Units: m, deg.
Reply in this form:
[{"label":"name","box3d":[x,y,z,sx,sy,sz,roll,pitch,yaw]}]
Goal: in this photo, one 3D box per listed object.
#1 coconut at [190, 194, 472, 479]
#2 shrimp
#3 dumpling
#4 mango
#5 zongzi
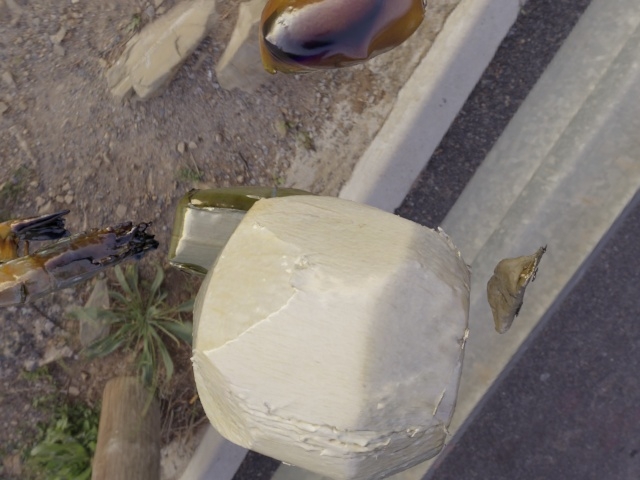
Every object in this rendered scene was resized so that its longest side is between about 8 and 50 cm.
[{"label":"coconut","box3d":[-0.001,0.076,0.461,0.248,0.245,0.244,11,113,14]},{"label":"shrimp","box3d":[-0.395,0.012,0.763,0.289,0.178,0.075,-28,141,-37]},{"label":"dumpling","box3d":[0.412,0.079,1.111,0.166,0.086,0.332,-62,163,-22]},{"label":"mango","box3d":[0.035,-0.352,0.807,0.287,0.201,0.152,-36,156,-12]},{"label":"zongzi","box3d":[0.000,0.000,0.889,0.393,0.356,0.174,1,91,16]}]
